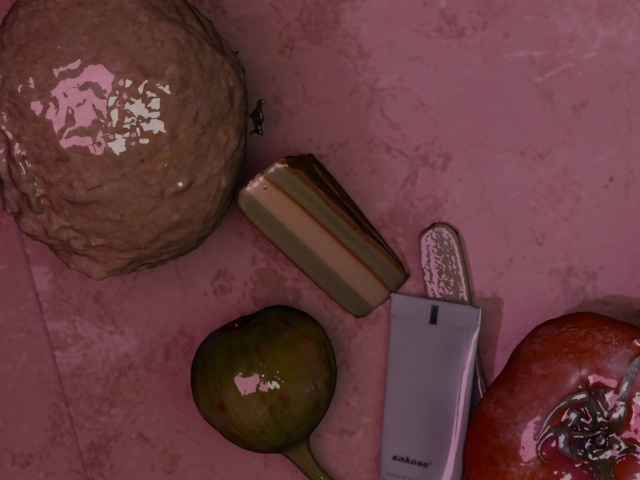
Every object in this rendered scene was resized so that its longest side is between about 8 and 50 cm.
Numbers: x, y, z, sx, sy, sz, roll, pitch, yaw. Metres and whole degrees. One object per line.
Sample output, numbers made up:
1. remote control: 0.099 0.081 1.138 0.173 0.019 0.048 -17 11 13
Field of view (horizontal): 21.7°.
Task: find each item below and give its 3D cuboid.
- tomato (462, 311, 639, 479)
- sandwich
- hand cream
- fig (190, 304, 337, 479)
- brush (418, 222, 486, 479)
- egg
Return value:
1. tomato: 0.249 0.183 1.526 0.232 0.188 0.232 0 88 1
2. sandwich: 0.000 0.000 1.634 0.079 0.113 0.163 -39 82 16
3. hand cream: 0.097 0.217 1.635 0.109 0.067 0.321 8 96 40
4. fig: -0.025 0.183 1.667 0.149 0.149 0.245 -26 104 17
5. brush: 0.145 0.147 1.643 0.085 0.020 0.337 -13 89 19
6. egg: -0.201 -0.118 1.616 0.279 0.279 0.310 -9 105 18
